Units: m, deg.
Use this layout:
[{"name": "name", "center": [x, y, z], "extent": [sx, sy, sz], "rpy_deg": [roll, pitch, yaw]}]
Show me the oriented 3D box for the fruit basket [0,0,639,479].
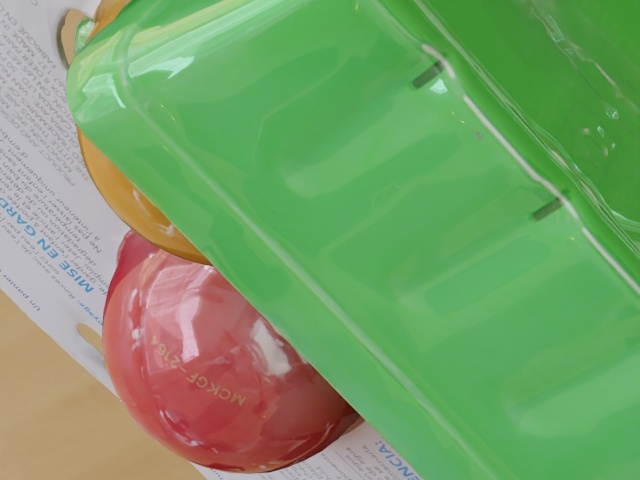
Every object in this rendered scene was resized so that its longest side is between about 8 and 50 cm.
[{"name": "fruit basket", "center": [0.000, 0.000, 0.605], "extent": [0.327, 0.353, 0.165], "rpy_deg": [46, 58, -12]}]
